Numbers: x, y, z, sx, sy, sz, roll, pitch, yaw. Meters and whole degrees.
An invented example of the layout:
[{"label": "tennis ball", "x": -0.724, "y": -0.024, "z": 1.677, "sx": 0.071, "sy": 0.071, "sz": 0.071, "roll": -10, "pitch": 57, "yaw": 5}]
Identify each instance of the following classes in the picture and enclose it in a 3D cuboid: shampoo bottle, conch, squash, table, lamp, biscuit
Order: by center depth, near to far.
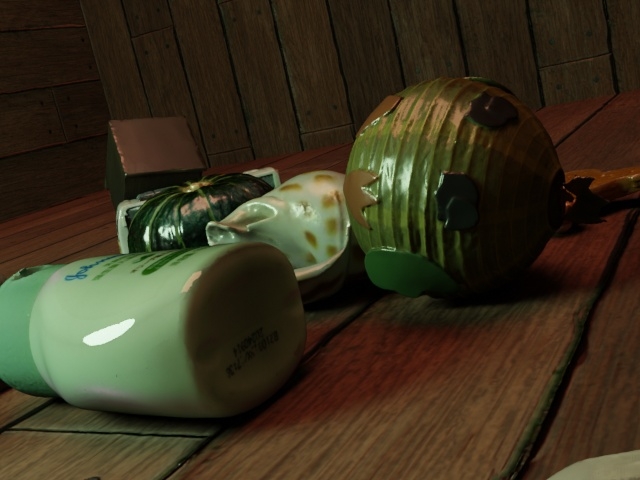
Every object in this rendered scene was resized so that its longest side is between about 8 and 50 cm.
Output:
[{"label": "shampoo bottle", "x": -0.198, "y": 0.089, "z": 0.780, "sx": 0.349, "sy": 0.151, "sz": 0.222, "roll": -6, "pitch": 15, "yaw": 35}, {"label": "lamp", "x": 0.166, "y": -0.050, "z": 0.846, "sx": 0.284, "sy": 0.250, "sz": 0.250, "roll": 10, "pitch": 21, "yaw": 28}, {"label": "conch", "x": 0.000, "y": 0.000, "z": 0.996, "sx": 0.274, "sy": 0.183, "sz": 0.149, "roll": -11, "pitch": -30, "yaw": 5}, {"label": "biscuit", "x": 0.314, "y": -0.046, "z": 1.125, "sx": 0.324, "sy": 0.049, "sz": 0.205, "roll": -18, "pitch": 11, "yaw": -25}, {"label": "squash", "x": -0.173, "y": -0.012, "z": 1.218, "sx": 0.252, "sy": 0.165, "sz": 0.252, "roll": -13, "pitch": 15, "yaw": 3}, {"label": "table", "x": -0.350, "y": -0.132, "z": 1.633, "sx": 0.172, "sy": 0.193, "sz": 0.169, "roll": -7, "pitch": 50, "yaw": -25}]

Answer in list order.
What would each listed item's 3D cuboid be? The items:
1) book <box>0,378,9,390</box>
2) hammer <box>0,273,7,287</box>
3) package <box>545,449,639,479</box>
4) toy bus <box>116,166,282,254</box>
[{"label": "book", "x": -0.445, "y": 0.174, "z": 0.956, "sx": 0.161, "sy": 0.026, "sz": 0.231, "roll": -4, "pitch": 15, "yaw": 36}, {"label": "hammer", "x": -0.675, "y": 0.119, "z": 1.424, "sx": 0.193, "sy": 0.070, "sz": 0.116, "roll": -23, "pitch": 13, "yaw": -10}, {"label": "package", "x": 0.174, "y": 0.150, "z": 0.288, "sx": 0.250, "sy": 0.062, "sz": 0.204, "roll": -5, "pitch": 15, "yaw": 20}, {"label": "toy bus", "x": -0.236, "y": -0.050, "z": 1.543, "sx": 0.342, "sy": 0.138, "sz": 0.097, "roll": -14, "pitch": 13, "yaw": -14}]
